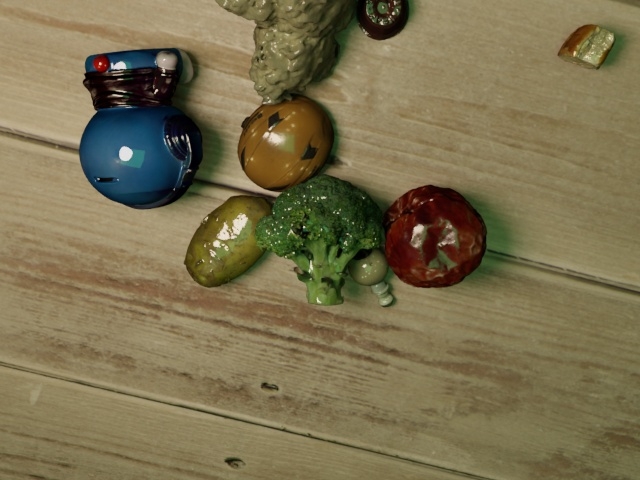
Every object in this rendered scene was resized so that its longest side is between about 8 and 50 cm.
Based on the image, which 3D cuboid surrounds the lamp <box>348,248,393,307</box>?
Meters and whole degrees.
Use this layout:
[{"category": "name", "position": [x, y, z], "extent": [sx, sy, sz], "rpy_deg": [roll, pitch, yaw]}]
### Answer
[{"category": "lamp", "position": [0.124, 0.087, 1.282], "extent": [0.091, 0.091, 0.163], "rpy_deg": [-25, 120, 9]}]

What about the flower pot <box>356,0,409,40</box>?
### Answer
[{"category": "flower pot", "position": [0.123, -0.451, 1.110], "extent": [0.111, 0.089, 0.111], "rpy_deg": [1, 106, 2]}]

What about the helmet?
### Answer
[{"category": "helmet", "position": [-0.079, -0.193, 1.177], "extent": [0.198, 0.130, 0.224], "rpy_deg": [43, 105, -7]}]

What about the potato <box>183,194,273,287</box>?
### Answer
[{"category": "potato", "position": [-0.196, -0.002, 1.250], "extent": [0.149, 0.113, 0.251], "rpy_deg": [39, 96, -1]}]

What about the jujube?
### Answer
[{"category": "jujube", "position": [0.228, -0.003, 1.166], "extent": [0.213, 0.232, 0.213], "rpy_deg": [0, 104, 2]}]

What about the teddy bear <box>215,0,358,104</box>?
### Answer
[{"category": "teddy bear", "position": [-0.055, -0.433, 1.031], "extent": [0.224, 0.357, 0.367], "rpy_deg": [47, 130, 24]}]

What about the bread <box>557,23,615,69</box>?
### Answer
[{"category": "bread", "position": [0.521, -0.381, 1.118], "extent": [0.076, 0.083, 0.070], "rpy_deg": [23, 103, -4]}]

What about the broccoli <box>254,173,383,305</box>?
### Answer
[{"category": "broccoli", "position": [0.000, 0.000, 1.165], "extent": [0.270, 0.270, 0.270], "rpy_deg": [0, 96, 3]}]

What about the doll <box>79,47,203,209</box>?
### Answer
[{"category": "doll", "position": [-0.361, -0.216, 1.135], "extent": [0.284, 0.240, 0.310], "rpy_deg": [3, 108, 26]}]
